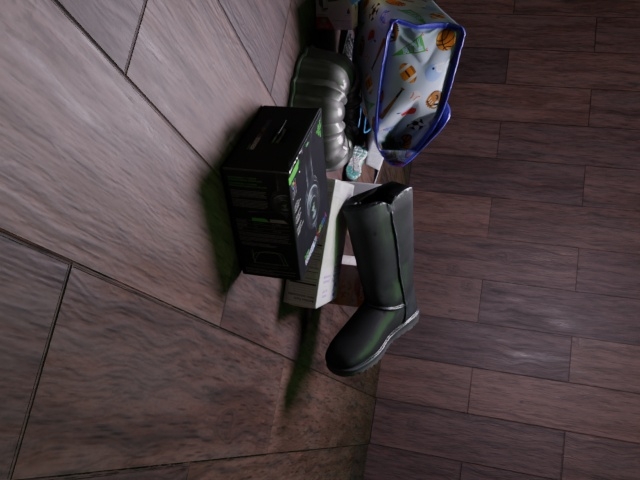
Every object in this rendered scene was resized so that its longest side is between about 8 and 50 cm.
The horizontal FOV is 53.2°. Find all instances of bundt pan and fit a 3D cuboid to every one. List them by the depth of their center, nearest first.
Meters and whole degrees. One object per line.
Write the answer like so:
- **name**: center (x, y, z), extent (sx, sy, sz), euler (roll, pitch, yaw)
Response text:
- **bundt pan**: center (0.024, -0.321, 1.615), extent (0.331, 0.124, 0.330), euler (7, 90, -77)

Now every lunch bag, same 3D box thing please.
- **lunch bag**: center (0.210, -0.433, 1.695), extent (0.328, 0.239, 0.385), euler (-103, -161, -55)

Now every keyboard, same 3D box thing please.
- **keyboard**: center (0.110, -0.595, 2.017), extent (0.317, 0.033, 0.201), euler (26, 71, -76)

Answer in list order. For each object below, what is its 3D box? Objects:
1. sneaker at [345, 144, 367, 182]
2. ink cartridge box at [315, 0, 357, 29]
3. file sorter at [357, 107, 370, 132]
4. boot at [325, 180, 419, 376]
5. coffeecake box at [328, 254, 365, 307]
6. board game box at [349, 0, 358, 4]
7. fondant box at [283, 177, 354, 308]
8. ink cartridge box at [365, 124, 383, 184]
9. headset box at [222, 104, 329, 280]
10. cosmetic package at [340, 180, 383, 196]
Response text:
- **sneaker**: center (0.113, -0.254, 2.163), extent (0.076, 0.065, 0.166), euler (105, 5, -54)
- **ink cartridge box**: center (0.040, -0.599, 1.590), extent (0.056, 0.099, 0.135), euler (-60, 152, -55)
- **file sorter**: center (0.152, -0.391, 1.998), extent (0.118, 0.170, 0.104), euler (-46, 145, -68)
- **boot**: center (0.127, 0.101, 1.740), extent (0.367, 0.146, 0.445), euler (-36, 132, -38)
- **coffeecake box**: center (0.089, 0.124, 1.952), extent (0.068, 0.185, 0.142), euler (-55, 148, -63)
- **board game box**: center (0.071, -0.711, 1.500), extent (0.242, 0.064, 0.316), euler (54, 32, -20)
- **fondant box**: center (0.000, 0.000, 1.701), extent (0.238, 0.096, 0.330), euler (-6, 106, -76)
- **ink cartridge box**: center (0.210, -0.420, 2.264), extent (0.324, 0.071, 0.330), euler (-82, -173, -47)
- **headset box**: center (-0.078, -0.107, 1.288), extent (0.246, 0.131, 0.283), euler (-68, 159, -48)
- **cosmetic package**: center (0.143, -0.108, 1.977), extent (0.225, 0.224, 0.138), euler (-15, 111, -75)
